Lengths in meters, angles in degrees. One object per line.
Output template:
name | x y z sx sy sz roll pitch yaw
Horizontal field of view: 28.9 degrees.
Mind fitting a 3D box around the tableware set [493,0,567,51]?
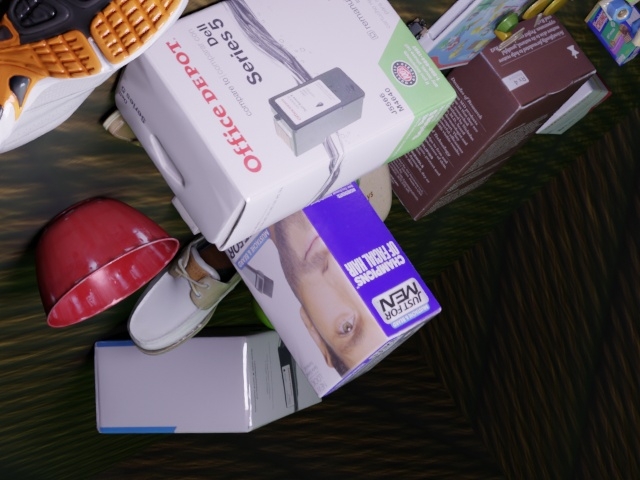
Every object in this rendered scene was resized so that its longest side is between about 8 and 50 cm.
tableware set | 0.314 -0.338 1.803 0.154 0.024 0.104 -35 169 -6

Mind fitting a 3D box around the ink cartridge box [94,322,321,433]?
ink cartridge box | -0.191 0.242 2.250 0.285 0.166 0.395 -3 179 17

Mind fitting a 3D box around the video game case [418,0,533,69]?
video game case | 0.247 -0.335 1.741 0.285 0.025 0.204 -42 167 35

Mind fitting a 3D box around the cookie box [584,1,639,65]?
cookie box | 0.523 -0.375 2.179 0.040 0.107 0.092 -30 167 -20

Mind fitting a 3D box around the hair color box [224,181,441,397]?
hair color box | -0.018 0.006 1.569 0.110 0.339 0.185 -27 167 -39

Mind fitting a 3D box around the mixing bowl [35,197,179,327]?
mixing bowl | -0.271 0.014 1.486 0.181 0.098 0.181 -34 169 -8

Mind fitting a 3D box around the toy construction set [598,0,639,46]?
toy construction set | 0.489 -0.428 1.666 0.215 0.151 0.328 28 103 -41

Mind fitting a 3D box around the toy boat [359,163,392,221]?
toy boat | 0.000 0.000 1.892 0.148 0.318 0.267 12 -151 36

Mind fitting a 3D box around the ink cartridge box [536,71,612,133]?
ink cartridge box | 0.426 -0.278 2.250 0.128 0.127 0.176 -38 169 21

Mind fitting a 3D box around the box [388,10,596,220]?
box | 0.265 -0.202 2.080 0.191 0.143 0.381 -27 169 -34

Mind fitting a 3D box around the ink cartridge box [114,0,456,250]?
ink cartridge box | -0.035 -0.144 1.241 0.272 0.198 0.115 -29 168 -30

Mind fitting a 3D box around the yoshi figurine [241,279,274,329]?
yoshi figurine | -0.037 0.078 2.253 0.203 0.203 0.362 -31 168 16

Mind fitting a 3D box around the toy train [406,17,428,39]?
toy train | 0.083 -0.239 1.653 0.158 0.027 0.036 -39 172 25

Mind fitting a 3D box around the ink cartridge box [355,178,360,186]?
ink cartridge box | 0.024 -0.127 1.707 0.062 0.109 0.209 7 174 6

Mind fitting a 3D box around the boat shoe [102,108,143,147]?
boat shoe | -0.179 -0.120 1.323 0.050 0.045 0.135 -40 168 24

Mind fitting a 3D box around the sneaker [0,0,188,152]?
sneaker | -0.210 -0.152 1.006 0.262 0.099 0.121 -30 179 15

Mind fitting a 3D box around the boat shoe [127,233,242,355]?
boat shoe | -0.183 0.048 1.906 0.302 0.113 0.103 -46 167 -8

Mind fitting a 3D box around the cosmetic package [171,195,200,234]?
cosmetic package | -0.138 -0.057 1.692 0.115 0.060 0.041 -26 165 -45
